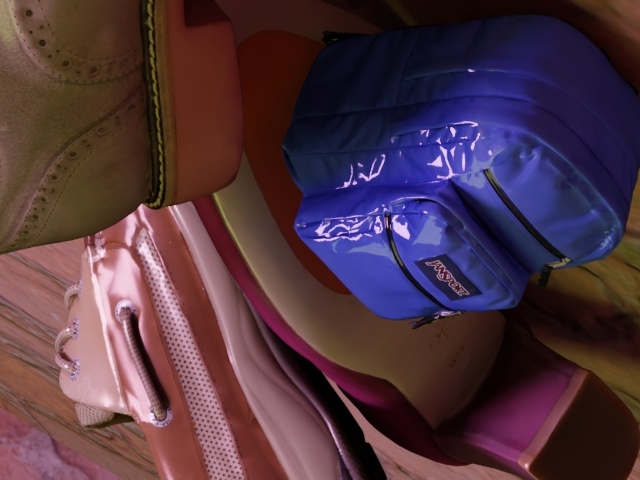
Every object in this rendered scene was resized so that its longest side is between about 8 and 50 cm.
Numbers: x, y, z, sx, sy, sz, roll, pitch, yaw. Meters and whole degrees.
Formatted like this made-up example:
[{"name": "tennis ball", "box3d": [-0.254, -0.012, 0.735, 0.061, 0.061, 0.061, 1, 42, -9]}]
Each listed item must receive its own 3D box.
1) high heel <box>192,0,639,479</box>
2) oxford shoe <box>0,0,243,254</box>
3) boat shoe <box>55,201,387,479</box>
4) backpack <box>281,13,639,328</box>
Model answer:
[{"name": "high heel", "box3d": [0.000, 0.000, 0.915, 0.181, 0.127, 0.377, 25, 160, 47]}, {"name": "oxford shoe", "box3d": [-0.111, -0.119, 0.598, 0.123, 0.130, 0.348, 48, 158, 42]}, {"name": "boat shoe", "box3d": [-0.074, 0.050, 0.967, 0.324, 0.120, 0.122, 61, -176, 13]}, {"name": "backpack", "box3d": [0.059, -0.024, 0.734, 0.120, 0.101, 0.098, -10, 144, 37]}]
